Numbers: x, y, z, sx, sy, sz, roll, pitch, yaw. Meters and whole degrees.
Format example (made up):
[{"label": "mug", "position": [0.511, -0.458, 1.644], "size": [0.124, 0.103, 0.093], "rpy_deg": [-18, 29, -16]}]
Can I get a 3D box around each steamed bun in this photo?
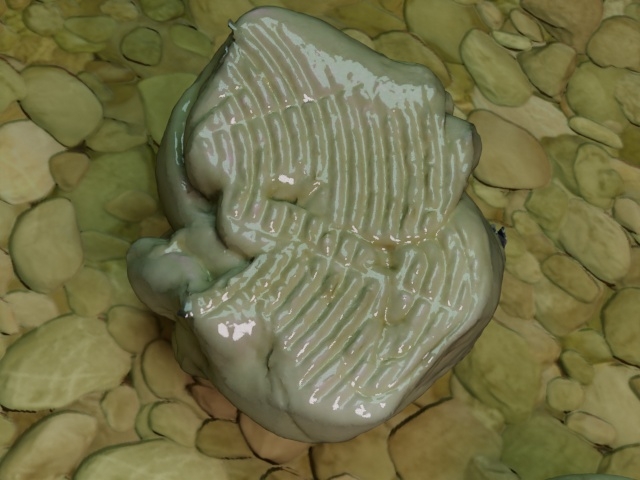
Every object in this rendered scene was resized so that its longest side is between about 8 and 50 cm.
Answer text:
[{"label": "steamed bun", "position": [0.000, 0.000, 1.390], "size": [0.275, 0.206, 0.320], "rpy_deg": [9, 75, 1]}]

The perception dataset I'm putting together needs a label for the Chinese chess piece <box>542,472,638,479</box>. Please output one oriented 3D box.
[{"label": "Chinese chess piece", "position": [0.194, 0.222, 1.306], "size": [0.144, 0.144, 0.058], "rpy_deg": [14, 52, -8]}]
